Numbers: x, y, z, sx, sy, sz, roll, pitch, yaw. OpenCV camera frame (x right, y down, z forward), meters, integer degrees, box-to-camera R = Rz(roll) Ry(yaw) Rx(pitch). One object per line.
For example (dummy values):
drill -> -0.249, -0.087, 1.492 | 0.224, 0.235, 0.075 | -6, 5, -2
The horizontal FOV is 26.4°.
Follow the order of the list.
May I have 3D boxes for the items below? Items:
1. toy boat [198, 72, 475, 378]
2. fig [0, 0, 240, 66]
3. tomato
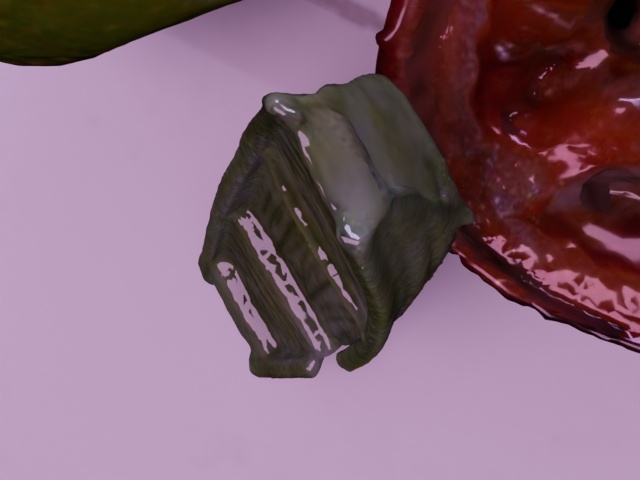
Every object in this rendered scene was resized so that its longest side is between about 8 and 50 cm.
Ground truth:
toy boat -> 0.000, 0.000, 0.487 | 0.055, 0.293, 0.093 | -28, 85, -12
fig -> -0.051, -0.159, 0.474 | 0.275, 0.206, 0.206 | 6, 106, 27
tomato -> 0.137, -0.064, 0.454 | 0.228, 0.101, 0.228 | 12, 116, 25
